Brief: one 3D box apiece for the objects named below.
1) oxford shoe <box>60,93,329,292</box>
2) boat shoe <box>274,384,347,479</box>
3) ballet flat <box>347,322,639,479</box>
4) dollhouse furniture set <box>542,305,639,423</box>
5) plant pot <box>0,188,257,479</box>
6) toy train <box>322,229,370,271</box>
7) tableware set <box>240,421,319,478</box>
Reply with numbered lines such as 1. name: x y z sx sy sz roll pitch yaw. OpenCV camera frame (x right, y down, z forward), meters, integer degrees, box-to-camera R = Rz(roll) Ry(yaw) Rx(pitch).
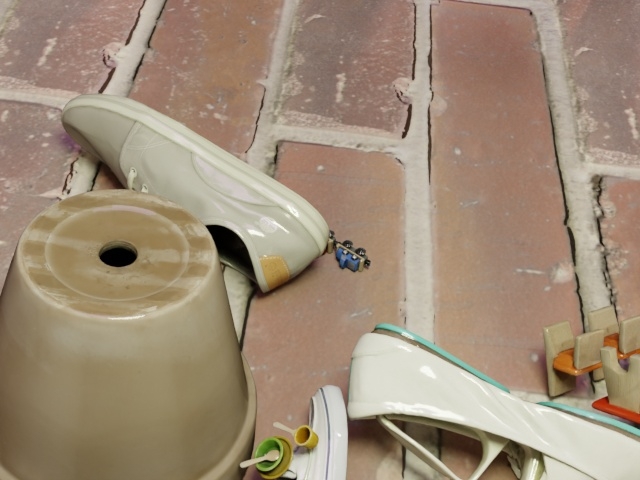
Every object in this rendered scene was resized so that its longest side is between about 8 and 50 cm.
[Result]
1. oxford shoe: -0.199 -0.069 1.314 0.449 0.169 0.130 30 70 21
2. boat shoe: -0.012 0.253 1.049 0.076 0.083 0.226 4 45 -5
3. ballet flat: 0.210 0.226 1.079 0.400 0.139 0.139 23 46 2
4. dollhouse furniture set: 0.435 0.165 1.129 0.259 0.135 0.262 -13 14 -29
5. plant pot: -0.216 0.109 1.017 0.323 0.280 0.323 6 41 -5
6. toy train: 0.000 0.000 1.350 0.158 0.027 0.036 29 52 21
7. tableware set: -0.048 0.264 1.006 0.104 0.024 0.154 11 68 41
